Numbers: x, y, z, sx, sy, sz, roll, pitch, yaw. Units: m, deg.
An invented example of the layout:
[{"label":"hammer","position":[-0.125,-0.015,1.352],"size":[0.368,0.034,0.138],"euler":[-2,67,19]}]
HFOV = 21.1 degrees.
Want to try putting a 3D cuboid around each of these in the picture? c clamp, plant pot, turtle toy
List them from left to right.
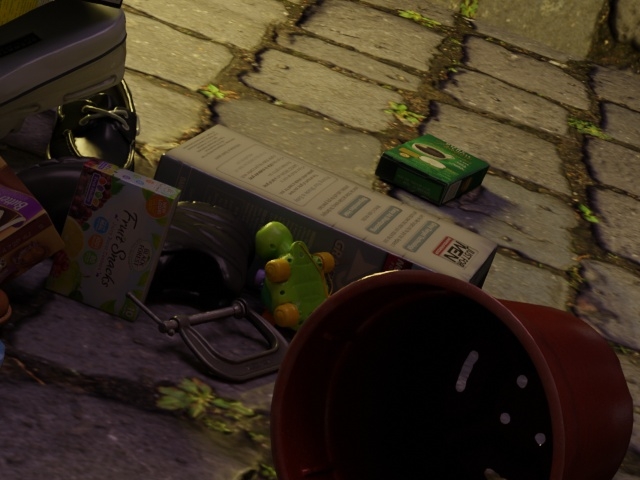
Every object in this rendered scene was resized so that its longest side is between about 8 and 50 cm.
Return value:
[{"label":"c clamp","position":[-0.102,0.090,1.754],"size":[0.137,0.022,0.161],"euler":[47,28,26]},{"label":"turtle toy","position":[-0.034,0.042,1.866],"size":[0.066,0.130,0.095],"euler":[-16,-6,44]},{"label":"plant pot","position":[0.138,0.159,1.525],"size":[0.272,0.272,0.265],"euler":[30,15,26]}]

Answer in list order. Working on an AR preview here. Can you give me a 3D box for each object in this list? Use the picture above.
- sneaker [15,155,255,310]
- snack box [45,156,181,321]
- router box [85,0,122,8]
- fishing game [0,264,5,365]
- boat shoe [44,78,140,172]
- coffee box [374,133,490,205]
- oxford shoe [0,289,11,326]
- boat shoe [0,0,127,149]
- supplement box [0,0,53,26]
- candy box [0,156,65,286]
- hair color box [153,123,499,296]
[{"label":"sneaker","position":[-0.205,-0.004,1.826],"size":[0.286,0.109,0.130],"euler":[14,27,-10]},{"label":"snack box","position":[-0.210,-0.001,1.747],"size":[0.100,0.141,0.037],"euler":[20,19,1]},{"label":"router box","position":[-0.399,-0.372,1.996],"size":[0.309,0.081,0.243],"euler":[31,16,36]},{"label":"fishing game","position":[-0.366,0.089,1.470],"size":[0.189,0.041,0.264],"euler":[15,39,-18]},{"label":"boat shoe","position":[-0.278,-0.141,2.118],"size":[0.114,0.091,0.302],"euler":[12,21,-21]},{"label":"coffee box","position":[0.166,-0.104,2.517],"size":[0.113,0.040,0.184],"euler":[27,21,16]},{"label":"oxford shoe","position":[-0.377,0.042,1.580],"size":[0.212,0.076,0.076],"euler":[8,21,-34]},{"label":"boat shoe","position":[-0.389,-0.158,2.012],"size":[0.367,0.156,0.136],"euler":[-28,48,-25]},{"label":"supplement box","position":[-0.461,-0.315,2.251],"size":[0.195,0.194,0.356],"euler":[24,20,10]},{"label":"candy box","position":[-0.345,-0.024,1.734],"size":[0.109,0.053,0.187],"euler":[-33,39,-11]},{"label":"hair color box","position":[0.000,0.000,1.987],"size":[0.375,0.113,0.185],"euler":[23,20,11]}]
